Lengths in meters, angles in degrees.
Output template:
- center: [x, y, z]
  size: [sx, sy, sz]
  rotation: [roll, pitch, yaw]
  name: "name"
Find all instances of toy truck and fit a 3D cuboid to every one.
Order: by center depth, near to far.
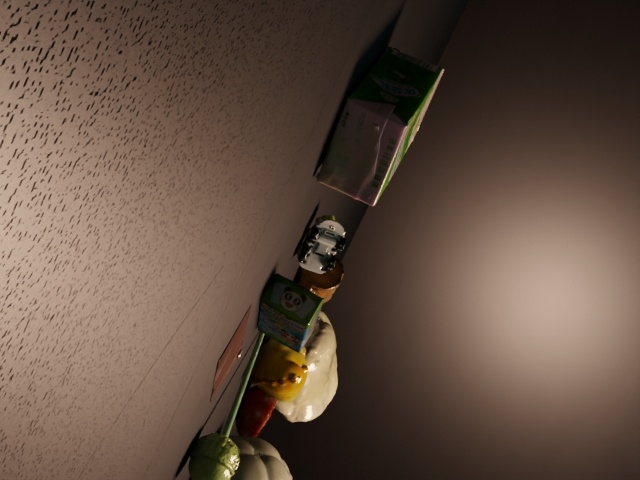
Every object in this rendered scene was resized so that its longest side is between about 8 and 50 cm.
- center: [0.000, 0.000, 1.623]
  size: [0.111, 0.076, 0.077]
  rotation: [-62, -160, 15]
  name: "toy truck"

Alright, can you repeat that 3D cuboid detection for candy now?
- center: [-0.057, 0.132, 1.520]
  size: [0.062, 0.097, 0.194]
  rotation: [-58, 173, -22]
  name: "candy"
- center: [-0.156, 0.301, 1.579]
  size: [0.093, 0.092, 0.335]
  rotation: [60, 38, -40]
  name: "candy"

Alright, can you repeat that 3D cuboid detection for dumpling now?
- center: [-0.021, 0.353, 2.370]
  size: [0.318, 0.243, 0.187]
  rotation: [-48, -162, -31]
  name: "dumpling"

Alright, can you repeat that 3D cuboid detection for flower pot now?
- center: [-0.178, 0.543, 1.845]
  size: [0.246, 0.195, 0.246]
  rotation: [-62, 176, -8]
  name: "flower pot"

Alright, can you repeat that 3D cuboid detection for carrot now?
- center: [-0.019, 0.108, 1.960]
  size: [0.102, 0.102, 0.263]
  rotation: [-62, -179, -25]
  name: "carrot"

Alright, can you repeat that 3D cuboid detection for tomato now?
- center: [-0.148, 0.387, 2.017]
  size: [0.166, 0.082, 0.174]
  rotation: [-55, 176, -36]
  name: "tomato"

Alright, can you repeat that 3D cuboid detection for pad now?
- center: [-0.145, 0.189, 1.392]
  size: [0.113, 0.006, 0.188]
  rotation: [-60, 174, -32]
  name: "pad"

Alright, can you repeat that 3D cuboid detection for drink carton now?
- center: [0.099, -0.191, 1.380]
  size: [0.271, 0.108, 0.161]
  rotation: [-56, 169, -54]
  name: "drink carton"

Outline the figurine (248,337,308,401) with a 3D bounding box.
- center: [-0.082, 0.269, 1.885]
  size: [0.246, 0.131, 0.156]
  rotation: [-41, 123, -76]
  name: "figurine"
